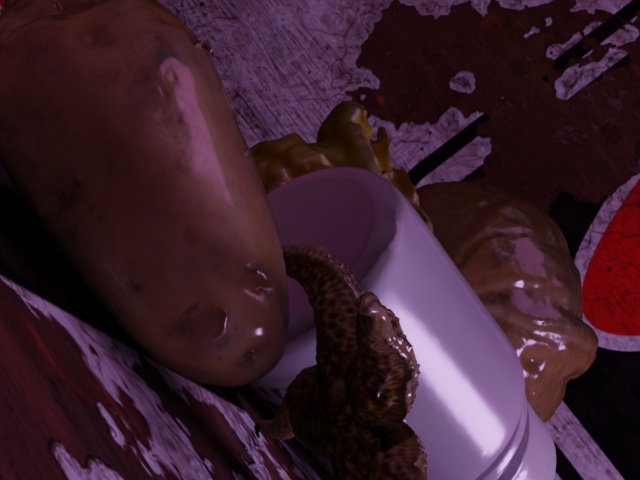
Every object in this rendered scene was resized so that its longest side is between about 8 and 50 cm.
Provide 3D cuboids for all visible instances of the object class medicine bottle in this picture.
[{"bbox_3d":[0.052,0.096,1.035,0.293,0.170,0.170,50,3,-36],"label":"medicine bottle"}]

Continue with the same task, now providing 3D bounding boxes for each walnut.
[{"bbox_3d":[0.150,0.089,1.538,0.333,0.333,0.333,53,2,-3],"label":"walnut"}]

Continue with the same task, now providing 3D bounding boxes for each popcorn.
[{"bbox_3d":[0.000,0.000,1.169,0.169,0.189,0.218,59,7,25],"label":"popcorn"}]

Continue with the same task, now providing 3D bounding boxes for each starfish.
[{"bbox_3d":[0.013,0.102,0.765,0.277,0.062,0.235,130,-49,-64],"label":"starfish"}]

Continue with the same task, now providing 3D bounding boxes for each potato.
[{"bbox_3d":[-0.091,-0.039,0.747,0.235,0.128,0.161,62,8,32],"label":"potato"}]
